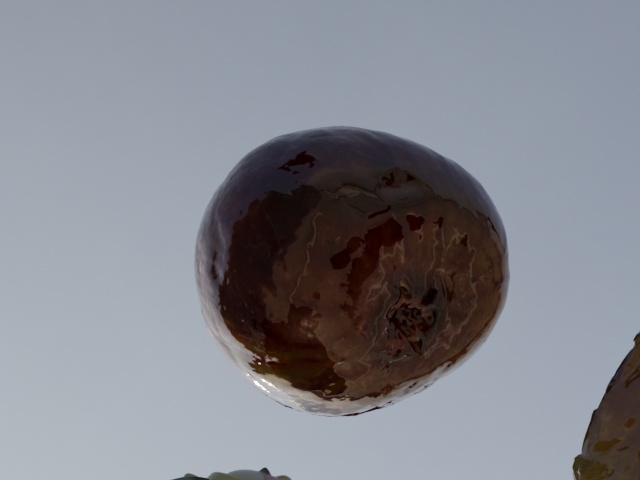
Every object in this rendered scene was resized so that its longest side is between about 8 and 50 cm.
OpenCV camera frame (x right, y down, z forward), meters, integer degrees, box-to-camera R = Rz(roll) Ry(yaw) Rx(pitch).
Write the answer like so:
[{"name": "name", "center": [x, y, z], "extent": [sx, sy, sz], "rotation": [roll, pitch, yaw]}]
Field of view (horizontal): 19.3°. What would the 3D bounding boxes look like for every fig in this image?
[{"name": "fig", "center": [-0.004, 0.003, 1.078], "extent": [0.175, 0.207, 0.175], "rotation": [-20, -53, -29]}]

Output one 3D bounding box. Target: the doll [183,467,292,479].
[{"name": "doll", "center": [0.007, 0.263, 1.620], "extent": [0.117, 0.296, 0.141], "rotation": [-56, -22, -10]}]

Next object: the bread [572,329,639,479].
[{"name": "bread", "center": [0.210, 0.099, 0.789], "extent": [0.149, 0.143, 0.158], "rotation": [48, -125, -33]}]

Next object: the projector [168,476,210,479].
[{"name": "projector", "center": [-0.116, 0.241, 0.957], "extent": [0.250, 0.108, 0.198], "rotation": [-24, -45, 7]}]
